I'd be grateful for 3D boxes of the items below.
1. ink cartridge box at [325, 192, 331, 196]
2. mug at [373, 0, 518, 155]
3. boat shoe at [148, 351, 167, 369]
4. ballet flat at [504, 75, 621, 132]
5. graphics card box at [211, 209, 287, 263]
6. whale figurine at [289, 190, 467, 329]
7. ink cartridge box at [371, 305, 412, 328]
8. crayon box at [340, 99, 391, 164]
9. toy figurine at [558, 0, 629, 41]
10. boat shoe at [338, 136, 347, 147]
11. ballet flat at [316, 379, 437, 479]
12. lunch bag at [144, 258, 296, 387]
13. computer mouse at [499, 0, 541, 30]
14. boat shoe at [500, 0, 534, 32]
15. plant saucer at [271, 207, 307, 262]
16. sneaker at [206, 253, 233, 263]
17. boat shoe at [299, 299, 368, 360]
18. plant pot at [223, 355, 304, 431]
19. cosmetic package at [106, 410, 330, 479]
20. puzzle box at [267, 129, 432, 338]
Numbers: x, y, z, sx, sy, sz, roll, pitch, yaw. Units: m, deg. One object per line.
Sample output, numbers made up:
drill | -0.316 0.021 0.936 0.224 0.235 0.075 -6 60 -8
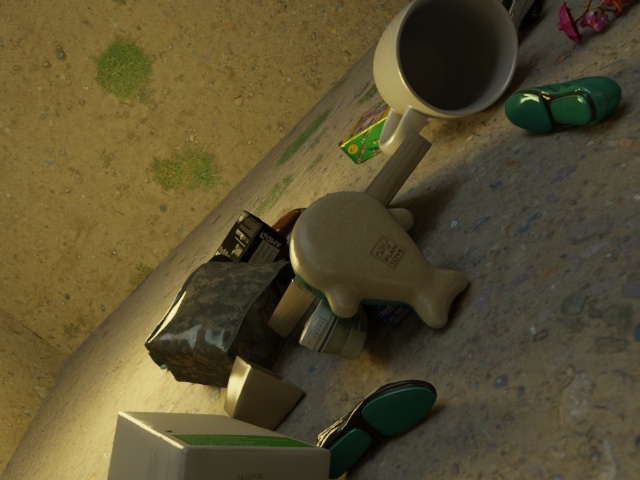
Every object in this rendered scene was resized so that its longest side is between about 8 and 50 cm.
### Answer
ink cartridge box | 0.024 -0.067 1.627 0.099 0.056 0.135 -48 16 -5
mug | 0.239 -0.371 1.473 0.373 0.276 0.328 -65 11 1
boat shoe | -0.438 0.272 1.923 0.109 0.089 0.258 -37 19 29
ballet flat | 0.409 -0.229 1.057 0.087 0.083 0.247 -25 14 -10
graphics card box | -0.251 0.105 1.724 0.370 0.094 0.233 -58 22 -1
whale figurine | 0.082 0.044 0.975 0.216 0.272 0.141 -56 -13 -28
ink cartridge box | 0.120 0.071 1.105 0.097 0.046 0.207 -47 17 4
crayon box | 0.194 -0.341 1.792 0.278 0.081 0.165 -25 27 52
toy figurine | 0.545 -0.463 1.231 0.159 0.130 0.173 -58 40 10
boat shoe | 0.113 -0.319 2.007 0.135 0.050 0.045 -7 39 50
ballet flat | 0.066 0.234 0.832 0.203 0.074 0.074 -44 17 18
lunch bag | -0.191 0.161 1.352 0.236 0.168 0.287 -2 45 32
computer mouse | 0.525 -0.621 1.665 0.189 0.072 0.272 -23 41 49
boat shoe | 0.445 -0.538 1.546 0.083 0.076 0.226 22 87 58
plant saucer | -0.128 0.010 1.842 0.311 0.050 0.310 -41 17 16
sneaker | -0.282 0.189 1.538 0.131 0.112 0.318 -26 49 44
boat shoe | 0.032 0.137 1.081 0.109 0.094 0.302 -60 -2 13
plant pot | -0.112 0.277 1.112 0.096 0.109 0.109 -63 20 -9
cosmetic package | -0.161 0.334 0.868 0.366 0.197 0.155 -12 71 59
puzzle box | 0.054 -0.008 1.235 0.409 0.052 0.272 -51 -4 -28
